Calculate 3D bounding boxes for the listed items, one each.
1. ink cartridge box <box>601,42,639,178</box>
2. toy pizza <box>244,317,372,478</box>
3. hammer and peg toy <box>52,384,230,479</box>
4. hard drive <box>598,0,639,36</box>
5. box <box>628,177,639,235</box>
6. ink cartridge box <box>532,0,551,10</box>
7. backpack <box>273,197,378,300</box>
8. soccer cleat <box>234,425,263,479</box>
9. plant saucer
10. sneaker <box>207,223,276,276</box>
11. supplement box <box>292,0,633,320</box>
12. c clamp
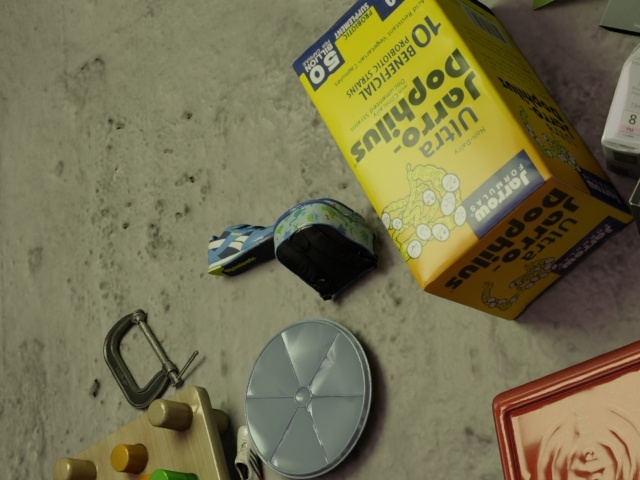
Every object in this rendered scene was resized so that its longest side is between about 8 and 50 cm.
[{"bbox_3d":[0.353,-0.189,1.571,0.066,0.189,0.232,12,87,14],"label":"ink cartridge box"},{"bbox_3d":[-0.012,0.196,1.858,0.201,0.032,0.201,-13,69,36],"label":"toy pizza"},{"bbox_3d":[-0.205,0.397,1.893,0.266,0.127,0.361,-32,60,28],"label":"hammer and peg toy"},{"bbox_3d":[0.374,-0.294,1.678,0.094,0.022,0.135,24,93,54],"label":"hard drive"},{"bbox_3d":[0.454,-0.103,1.464,0.216,0.060,0.270,14,63,31],"label":"box"},{"bbox_3d":[0.267,-0.417,1.715,0.189,0.097,0.255,166,114,-66],"label":"ink cartridge box"},{"bbox_3d":[0.000,0.000,1.848,0.105,0.114,0.084,-36,38,28],"label":"backpack"},{"bbox_3d":[-0.095,0.274,1.899,0.029,0.035,0.083,-25,63,32],"label":"soccer cleat"},{"bbox_3d":[0.293,0.241,1.572,0.259,0.047,0.258,-27,58,35],"label":"plant saucer"},{"bbox_3d":[-0.095,0.000,1.966,0.144,0.053,0.059,-22,63,31],"label":"sneaker"},{"bbox_3d":[0.155,-0.116,1.703,0.194,0.195,0.357,-43,55,22],"label":"supplement box"},{"bbox_3d":[-0.238,0.156,2.061,0.161,0.022,0.137,47,113,35],"label":"c clamp"}]
